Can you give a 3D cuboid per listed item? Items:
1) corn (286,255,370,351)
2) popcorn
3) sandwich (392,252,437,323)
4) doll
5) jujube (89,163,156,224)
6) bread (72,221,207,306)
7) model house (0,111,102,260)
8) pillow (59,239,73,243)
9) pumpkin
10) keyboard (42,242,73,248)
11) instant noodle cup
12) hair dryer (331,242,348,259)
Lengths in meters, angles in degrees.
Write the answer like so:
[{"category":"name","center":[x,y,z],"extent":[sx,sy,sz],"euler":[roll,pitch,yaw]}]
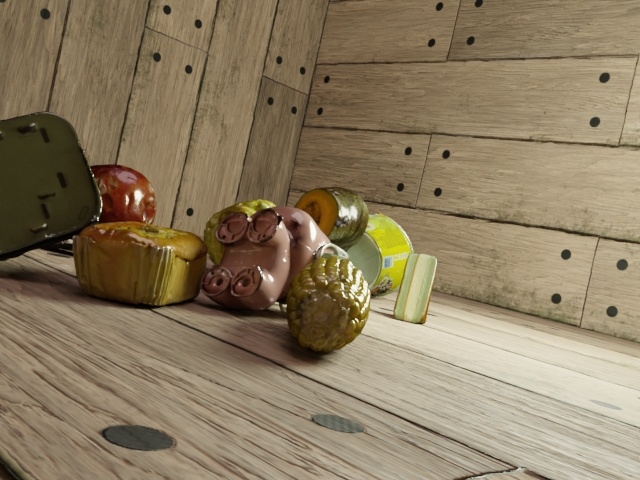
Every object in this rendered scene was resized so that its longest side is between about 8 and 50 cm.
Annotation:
[{"category":"corn","center":[0.013,0.091,1.027],"extent":[0.130,0.130,0.347],"euler":[12,1,2]},{"category":"popcorn","center":[-0.191,0.005,1.879],"extent":[0.249,0.226,0.249],"euler":[-4,-5,0]},{"category":"sandwich","center":[0.230,0.113,1.676],"extent":[0.079,0.164,0.113],"euler":[12,1,13]},{"category":"doll","center":[-0.075,0.058,1.275],"extent":[0.284,0.217,0.268],"euler":[0,-28,32]},{"category":"jujube","center":[-0.610,-0.096,1.914],"extent":[0.317,0.223,0.223],"euler":[1,-2,14]},{"category":"bread","center":[-0.278,0.034,1.113],"extent":[0.152,0.120,0.288],"euler":[8,0,6]},{"category":"model house","center":[-0.501,-0.061,1.141],"extent":[0.218,0.205,0.278],"euler":[-19,-2,-27]},{"category":"pillow","center":[-0.632,-0.052,1.681],"extent":[0.248,0.049,0.135],"euler":[35,16,19]},{"category":"pumpkin","center":[0.000,0.000,1.953],"extent":[0.139,0.317,0.222],"euler":[25,23,-48]},{"category":"keyboard","center":[-0.411,0.019,1.518],"extent":[0.380,0.041,0.103],"euler":[6,0,7]},{"category":"instant noodle cup","center":[0.125,0.056,2.086],"extent":[0.264,0.265,0.200],"euler":[12,10,25]},{"category":"hair dryer","center":[0.032,0.110,1.772],"extent":[0.073,0.131,0.236],"euler":[24,16,-24]}]
